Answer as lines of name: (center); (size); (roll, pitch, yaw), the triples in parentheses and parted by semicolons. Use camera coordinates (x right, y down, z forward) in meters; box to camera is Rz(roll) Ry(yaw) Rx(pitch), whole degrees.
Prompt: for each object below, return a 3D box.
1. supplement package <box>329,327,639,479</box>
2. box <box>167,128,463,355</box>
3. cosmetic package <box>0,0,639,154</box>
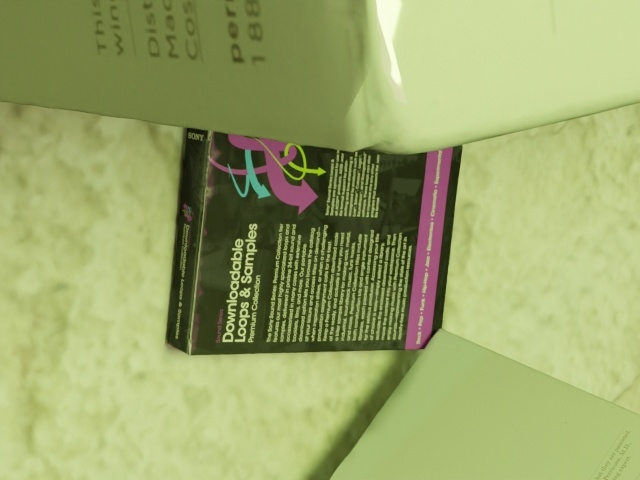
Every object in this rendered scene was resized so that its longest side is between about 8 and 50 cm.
supplement package: (0.110, 0.188, 0.673); (0.194, 0.203, 0.149); (-53, 134, -15)
box: (0.000, 0.000, 0.688); (0.162, 0.029, 0.116); (2, 97, -36)
cosmetic package: (0.067, -0.236, 0.515); (0.394, 0.327, 0.329); (-15, 106, -32)
